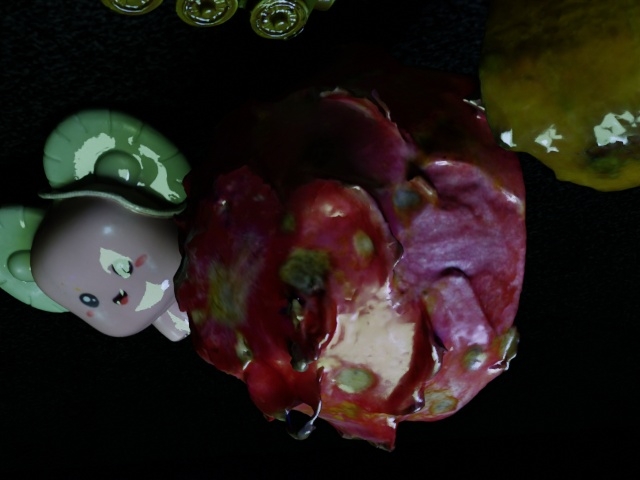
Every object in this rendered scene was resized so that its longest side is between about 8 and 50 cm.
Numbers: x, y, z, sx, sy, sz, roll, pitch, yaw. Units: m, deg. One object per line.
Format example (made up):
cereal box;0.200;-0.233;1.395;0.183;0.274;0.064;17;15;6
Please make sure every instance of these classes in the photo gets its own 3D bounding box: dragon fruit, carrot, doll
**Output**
dragon fruit;0.000;0.000;0.836;0.249;0.371;0.386;-1;136;-36
carrot;0.310;-0.178;0.726;0.341;0.241;0.241;-18;153;24
doll;-0.230;-0.009;1.009;0.284;0.216;0.268;-41;118;22

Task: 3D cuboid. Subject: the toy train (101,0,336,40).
toy train;-0.077;-0.232;0.668;0.226;0.090;0.137;4;148;-24
